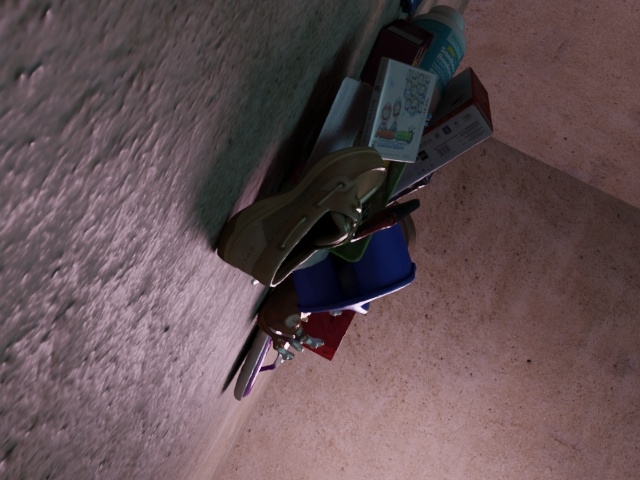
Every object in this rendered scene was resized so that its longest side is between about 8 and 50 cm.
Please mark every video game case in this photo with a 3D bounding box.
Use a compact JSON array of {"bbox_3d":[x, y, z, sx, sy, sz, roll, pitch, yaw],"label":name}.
[{"bbox_3d":[0.118,-0.191,1.174,0.157,0.019,0.143,-3,109,-56],"label":"video game case"}]

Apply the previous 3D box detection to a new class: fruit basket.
[{"bbox_3d":[0.014,-0.097,1.252,0.327,0.165,0.353,-65,159,13],"label":"fruit basket"}]

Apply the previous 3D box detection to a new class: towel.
[{"bbox_3d":[0.194,-0.488,1.481,0.119,0.029,0.067,-54,172,-4],"label":"towel"}]

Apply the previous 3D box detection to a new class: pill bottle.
[{"bbox_3d":[0.231,-0.399,1.728,0.264,0.146,0.146,-61,175,-26],"label":"pill bottle"}]

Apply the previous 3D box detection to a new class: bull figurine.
[{"bbox_3d":[-0.033,0.120,1.769,0.101,0.188,0.310,-1,-142,43],"label":"bull figurine"}]

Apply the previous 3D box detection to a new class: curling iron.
[{"bbox_3d":[0.107,-0.043,1.254,0.274,0.035,0.068,-12,129,-59],"label":"curling iron"}]

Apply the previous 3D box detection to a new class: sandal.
[{"bbox_3d":[-0.082,0.200,1.870,0.169,0.102,0.416,103,13,-72],"label":"sandal"}]

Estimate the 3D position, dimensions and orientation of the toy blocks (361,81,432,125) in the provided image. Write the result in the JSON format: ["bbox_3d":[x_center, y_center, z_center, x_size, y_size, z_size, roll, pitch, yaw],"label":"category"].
[{"bbox_3d":[0.152,-0.274,1.540,0.054,0.148,0.123,-64,175,20],"label":"toy blocks"}]

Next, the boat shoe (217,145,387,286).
[{"bbox_3d":[0.002,-0.032,1.029,0.302,0.098,0.109,-33,149,-41],"label":"boat shoe"}]

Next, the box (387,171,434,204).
[{"bbox_3d":[0.174,-0.167,2.016,0.293,0.073,0.295,-28,-165,33],"label":"box"}]

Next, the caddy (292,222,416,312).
[{"bbox_3d":[0.067,0.060,1.592,0.341,0.241,0.179,-39,112,-78],"label":"caddy"}]

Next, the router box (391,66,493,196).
[{"bbox_3d":[0.225,-0.234,1.786,0.335,0.082,0.301,-32,-162,22],"label":"router box"}]

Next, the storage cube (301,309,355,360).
[{"bbox_3d":[-0.009,0.186,2.069,0.184,0.193,0.215,-62,176,-16],"label":"storage cube"}]

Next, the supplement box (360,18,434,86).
[{"bbox_3d":[0.150,-0.352,1.494,0.104,0.081,0.188,-65,175,26],"label":"supplement box"}]

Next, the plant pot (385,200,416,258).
[{"bbox_3d":[0.116,-0.006,2.248,0.229,0.263,0.263,-5,123,-65],"label":"plant pot"}]
